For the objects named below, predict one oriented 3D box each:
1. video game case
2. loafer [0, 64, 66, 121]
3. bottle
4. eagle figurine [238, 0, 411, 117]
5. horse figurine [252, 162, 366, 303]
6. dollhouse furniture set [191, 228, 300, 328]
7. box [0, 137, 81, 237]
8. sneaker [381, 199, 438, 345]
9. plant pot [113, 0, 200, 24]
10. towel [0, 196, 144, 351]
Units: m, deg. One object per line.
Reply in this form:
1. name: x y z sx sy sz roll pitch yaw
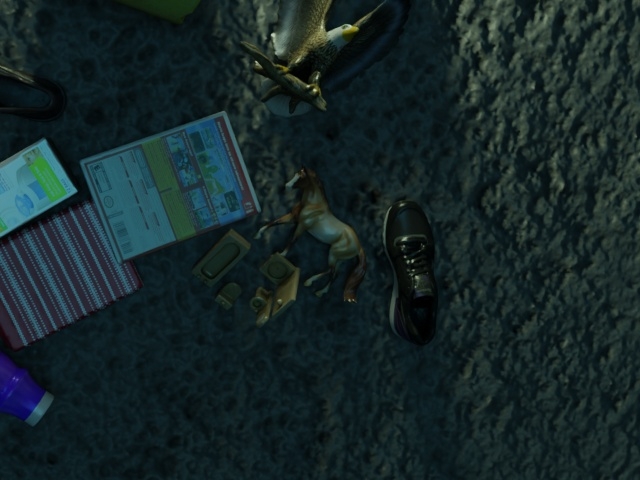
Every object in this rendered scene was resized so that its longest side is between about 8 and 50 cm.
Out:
1. video game case: -0.276 -0.099 1.645 0.285 0.025 0.204 -21 97 -12
2. loafer: -0.598 -0.272 1.535 0.302 0.095 0.109 9 95 -12
3. bottle: -0.613 0.229 1.582 0.282 0.118 0.092 38 88 -14
4. eagle figurine: 0.012 -0.372 1.627 0.298 0.225 0.226 -63 150 -29
5. horse figurine: 0.000 0.000 1.707 0.263 0.066 0.174 43 93 -11
6. dollhouse furniture set: -0.144 0.079 1.634 0.151 0.123 0.144 41 111 -16
7. box: -0.542 -0.084 1.565 0.203 0.103 0.114 -31 101 -6
8. sneaker: 0.192 0.063 1.722 0.107 0.124 0.284 -7 98 -11
9. plant pot: -0.312 -0.505 1.500 0.253 0.276 0.276 23 92 -24
10. towel: -0.492 0.062 1.632 0.274 0.031 0.199 -27 99 -9
